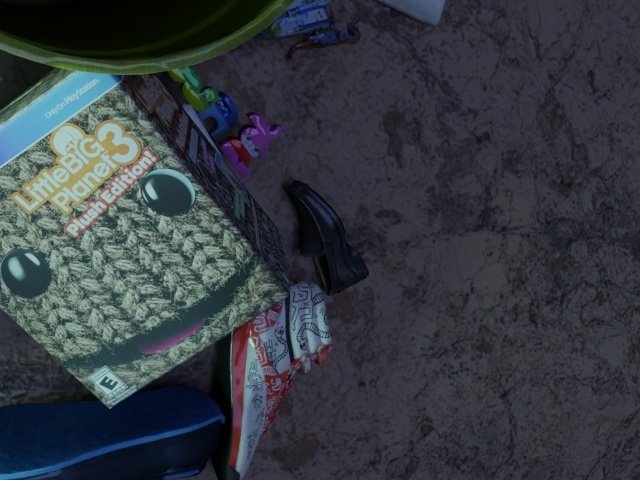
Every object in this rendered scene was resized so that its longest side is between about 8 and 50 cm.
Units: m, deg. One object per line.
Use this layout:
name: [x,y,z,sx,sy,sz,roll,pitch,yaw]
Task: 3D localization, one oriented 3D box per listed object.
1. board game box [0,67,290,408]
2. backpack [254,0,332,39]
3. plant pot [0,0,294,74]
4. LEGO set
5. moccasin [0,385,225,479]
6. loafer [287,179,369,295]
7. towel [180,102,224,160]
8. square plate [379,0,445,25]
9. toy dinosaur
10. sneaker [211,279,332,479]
board game box: [-0.208,-0.019,0.759,0.232,0.141,0.291,-34,117,8]
backpack: [-0.034,-0.278,0.871,0.114,0.105,0.084,-27,113,-23]
plant pot: [-0.217,-0.321,0.613,0.367,0.353,0.366,-7,104,-28]
LEGO set: [-0.119,-0.194,0.848,0.093,0.087,0.227,-35,116,-2]
moccasin: [-0.268,0.252,0.831,0.342,0.137,0.116,-1,115,-25]
loafer: [0.000,0.000,0.976,0.061,0.062,0.170,-38,115,-12]
towel: [-0.182,-0.074,0.840,0.152,0.023,0.113,-25,116,11]
square plate: [0.067,-0.484,0.918,0.347,0.049,0.343,13,94,-31]
toy dinosaur: [0.011,-0.258,0.952,0.082,0.047,0.090,18,125,-40]
sneaker: [-0.059,0.179,0.960,0.145,0.090,0.269,0,98,-27]
